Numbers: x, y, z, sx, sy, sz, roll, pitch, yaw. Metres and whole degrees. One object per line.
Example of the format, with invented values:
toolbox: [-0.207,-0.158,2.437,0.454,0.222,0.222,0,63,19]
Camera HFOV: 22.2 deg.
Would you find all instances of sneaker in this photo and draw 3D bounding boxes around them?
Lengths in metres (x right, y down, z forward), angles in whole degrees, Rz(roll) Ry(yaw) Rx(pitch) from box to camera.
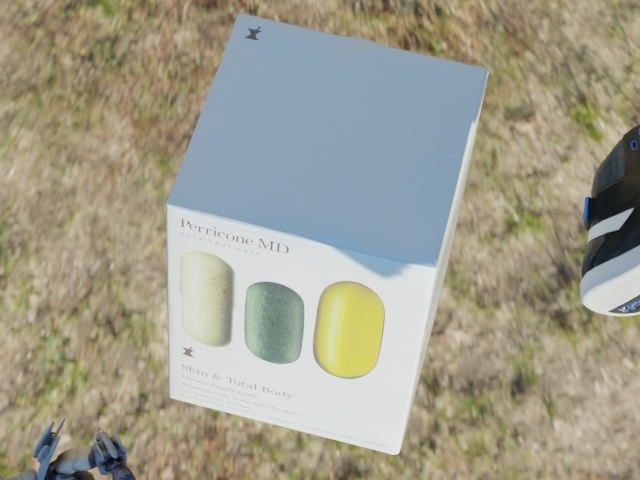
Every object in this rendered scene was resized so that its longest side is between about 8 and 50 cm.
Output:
sneaker: [0.252,-0.039,1.094,0.079,0.121,0.217,19,149,-31]

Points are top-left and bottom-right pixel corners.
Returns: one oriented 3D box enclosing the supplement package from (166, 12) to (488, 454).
supplement package: [0.000,0.000,1.269,0.199,0.198,0.263,13,144,5]

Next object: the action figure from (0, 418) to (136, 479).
action figure: [-0.193,0.276,1.626,0.285,0.099,0.185,13,124,-13]
